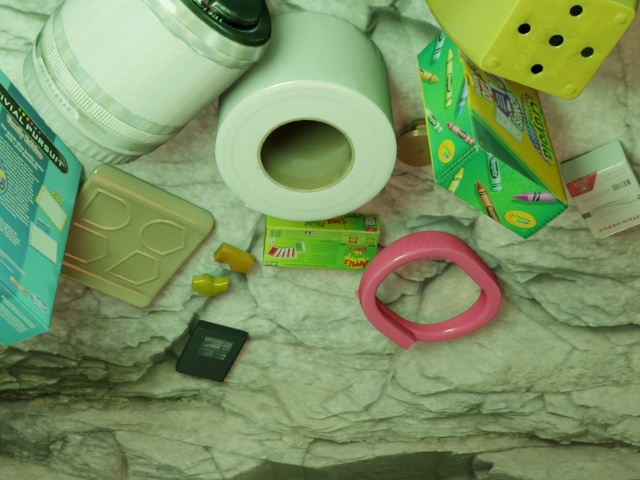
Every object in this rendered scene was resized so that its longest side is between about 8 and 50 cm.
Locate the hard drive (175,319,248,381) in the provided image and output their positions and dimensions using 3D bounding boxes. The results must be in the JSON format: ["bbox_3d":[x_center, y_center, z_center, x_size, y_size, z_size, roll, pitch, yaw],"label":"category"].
[{"bbox_3d":[-0.199,0.203,1.894,0.094,0.022,0.135,16,131,-17],"label":"hard drive"}]

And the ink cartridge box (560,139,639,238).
[{"bbox_3d":[0.447,-0.078,1.626,0.099,0.056,0.135,-23,130,19],"label":"ink cartridge box"}]

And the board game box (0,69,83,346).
[{"bbox_3d":[-0.446,-0.065,1.406,0.079,0.336,0.253,-20,131,16],"label":"board game box"}]

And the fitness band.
[{"bbox_3d":[0.183,0.089,1.749,0.209,0.054,0.291,-32,137,18],"label":"fitness band"}]

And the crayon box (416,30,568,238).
[{"bbox_3d":[0.224,-0.151,1.392,0.165,0.278,0.081,29,127,-27],"label":"crayon box"}]

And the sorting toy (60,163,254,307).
[{"bbox_3d":[-0.277,0.012,1.700,0.307,0.041,0.229,26,123,-25],"label":"sorting toy"}]

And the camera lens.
[{"bbox_3d":[-0.216,-0.252,1.316,0.219,0.219,0.274,35,123,-30],"label":"camera lens"}]

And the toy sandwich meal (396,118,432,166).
[{"bbox_3d":[0.150,-0.147,1.568,0.086,0.029,0.085,-1,139,-1],"label":"toy sandwich meal"}]

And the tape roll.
[{"bbox_3d":[-0.021,-0.169,1.442,0.246,0.169,0.246,-2,134,-2],"label":"tape roll"}]

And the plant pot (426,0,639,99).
[{"bbox_3d":[0.281,-0.302,1.313,0.212,0.187,0.212,16,132,-17],"label":"plant pot"}]

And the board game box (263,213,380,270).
[{"bbox_3d":[0.000,0.000,1.691,0.181,0.043,0.092,3,134,-5],"label":"board game box"}]
